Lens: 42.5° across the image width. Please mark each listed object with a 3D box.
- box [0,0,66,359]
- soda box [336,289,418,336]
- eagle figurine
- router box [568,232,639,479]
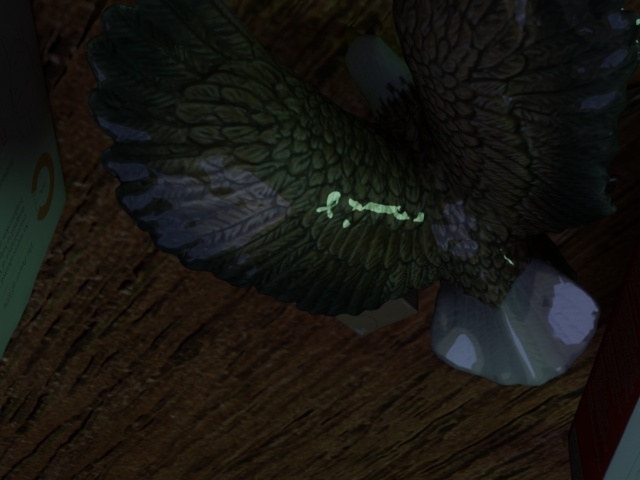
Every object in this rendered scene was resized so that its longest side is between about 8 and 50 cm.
[{"bbox_3d":[-0.276,-0.082,0.466,0.168,0.215,0.345,7,137,0],"label":"box"},{"bbox_3d":[0.000,0.000,0.638,0.061,0.058,0.181,-28,127,31],"label":"soda box"},{"bbox_3d":[0.052,-0.054,0.457,0.225,0.226,0.298,26,-177,29],"label":"eagle figurine"},{"bbox_3d":[0.355,0.097,0.518,0.335,0.082,0.301,2,140,6],"label":"router box"}]
